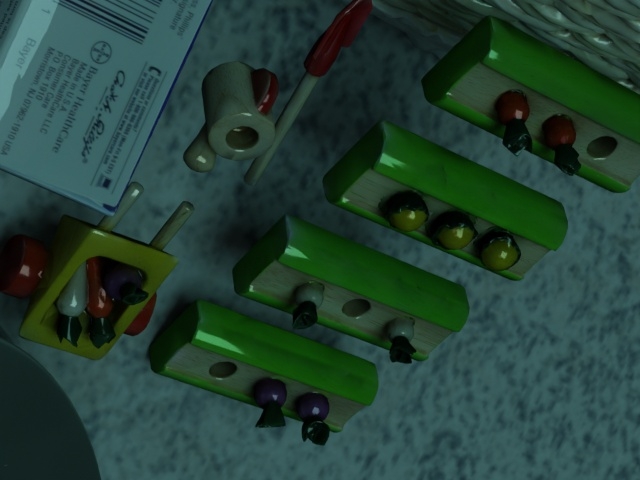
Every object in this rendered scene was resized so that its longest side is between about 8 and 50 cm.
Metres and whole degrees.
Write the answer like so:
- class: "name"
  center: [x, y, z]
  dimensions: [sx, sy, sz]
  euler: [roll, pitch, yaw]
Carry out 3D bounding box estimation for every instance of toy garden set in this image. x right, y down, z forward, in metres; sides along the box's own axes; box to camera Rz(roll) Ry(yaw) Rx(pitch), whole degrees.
- class: "toy garden set"
  center: [0.000, 0.000, 0.708]
  dimensions: [0.204, 0.049, 0.244]
  euler: [22, 130, -32]

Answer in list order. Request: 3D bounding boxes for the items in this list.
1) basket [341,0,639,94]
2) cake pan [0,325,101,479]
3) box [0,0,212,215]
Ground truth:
- class: "basket"
  center: [0.104, -0.245, 0.654]
  dimensions: [0.331, 0.266, 0.328]
  euler: [24, 91, -35]
- class: "cake pan"
  center: [-0.186, 0.154, 0.651]
  dimensions: [0.293, 0.054, 0.293]
  euler: [-21, 115, -53]
- class: "box"
  center: [-0.109, -0.092, 0.646]
  dimensions: [0.072, 0.137, 0.126]
  euler: [24, 91, -35]
